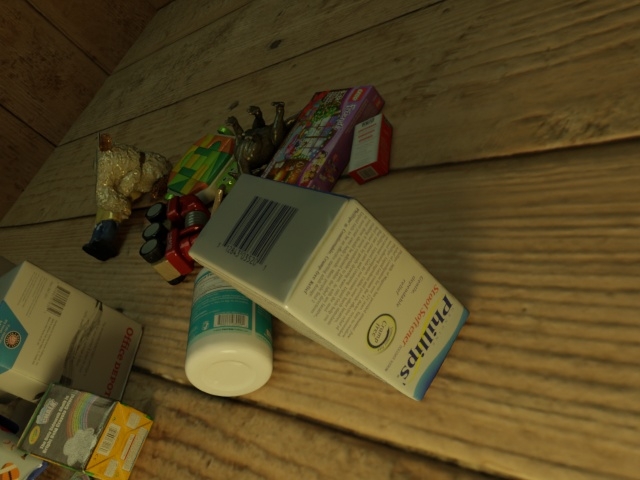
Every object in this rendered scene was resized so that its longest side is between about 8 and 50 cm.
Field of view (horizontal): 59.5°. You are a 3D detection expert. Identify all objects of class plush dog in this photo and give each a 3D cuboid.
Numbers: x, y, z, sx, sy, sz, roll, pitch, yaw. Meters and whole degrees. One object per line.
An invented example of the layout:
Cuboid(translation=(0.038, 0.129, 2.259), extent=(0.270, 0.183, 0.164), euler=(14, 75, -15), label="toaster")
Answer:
Cuboid(translation=(-0.558, -0.220, 1.697), extent=(0.262, 0.226, 0.210), euler=(62, 139, 46), label="plush dog")

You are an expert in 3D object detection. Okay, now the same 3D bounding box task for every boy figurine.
Cuboid(translation=(-0.650, -0.075, 1.757), extent=(0.177, 0.092, 0.285), euler=(-21, 42, 32), label="boy figurine")

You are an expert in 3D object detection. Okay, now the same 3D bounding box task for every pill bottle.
Cuboid(translation=(-0.159, 0.132, 1.007), extent=(0.146, 0.146, 0.264), euler=(-31, 38, 21), label="pill bottle")

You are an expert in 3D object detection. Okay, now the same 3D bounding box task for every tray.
Cuboid(translation=(-0.723, 0.493, 1.339), extent=(0.145, 0.030, 0.270), euler=(-26, 40, 26), label="tray")

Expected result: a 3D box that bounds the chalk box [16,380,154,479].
Cuboid(translation=(-0.454, 0.357, 1.050), extent=(0.213, 0.132, 0.132), euler=(7, 60, 24), label="chalk box")

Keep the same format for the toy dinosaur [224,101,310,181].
Cuboid(translation=(-0.137, -0.240, 1.352), extent=(0.121, 0.160, 0.313), euler=(22, 56, 25), label="toy dinosaur")

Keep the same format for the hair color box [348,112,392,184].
Cuboid(translation=(0.102, -0.186, 1.131), extent=(0.072, 0.043, 0.141), euler=(-19, 45, 34), label="hair color box")

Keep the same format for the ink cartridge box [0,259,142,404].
Cuboid(translation=(-0.567, 0.224, 1.200), extent=(0.129, 0.307, 0.223), euler=(-25, 41, 31), label="ink cartridge box")

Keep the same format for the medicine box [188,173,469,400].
Cuboid(translation=(0.010, 0.060, 0.778), extent=(0.263, 0.289, 0.149), euler=(19, 73, 52), label="medicine box")

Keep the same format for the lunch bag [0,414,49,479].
Cuboid(translation=(-0.815, 0.439, 1.177), extent=(0.386, 0.328, 0.238), euler=(-4, 49, 46), label="lunch bag")

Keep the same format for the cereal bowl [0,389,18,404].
Cuboid(translation=(-0.770, 0.309, 1.418), extent=(0.339, 0.141, 0.339), euler=(-33, 9, 6), label="cereal bowl")

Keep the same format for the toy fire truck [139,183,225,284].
Cuboid(translation=(-0.301, -0.046, 1.340), extent=(0.246, 0.158, 0.217), euler=(-24, 39, 10), label="toy fire truck")

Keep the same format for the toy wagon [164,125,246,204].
Cuboid(translation=(-0.289, -0.191, 1.516), extent=(0.344, 0.068, 0.267), euler=(21, 73, 53), label="toy wagon")

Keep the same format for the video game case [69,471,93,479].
Cuboid(translation=(-0.493, 0.513, 1.099), extent=(0.122, 0.011, 0.087), euler=(-54, 36, -10), label="video game case")

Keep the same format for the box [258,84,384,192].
Cuboid(translation=(-0.006, -0.216, 1.258), extent=(0.201, 0.057, 0.293), euler=(11, 64, 49), label="box")

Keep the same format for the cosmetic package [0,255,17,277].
Cuboid(translation=(-0.978, 0.155, 1.636), extent=(0.197, 0.365, 0.155), euler=(-46, 35, 3), label="cosmetic package")
